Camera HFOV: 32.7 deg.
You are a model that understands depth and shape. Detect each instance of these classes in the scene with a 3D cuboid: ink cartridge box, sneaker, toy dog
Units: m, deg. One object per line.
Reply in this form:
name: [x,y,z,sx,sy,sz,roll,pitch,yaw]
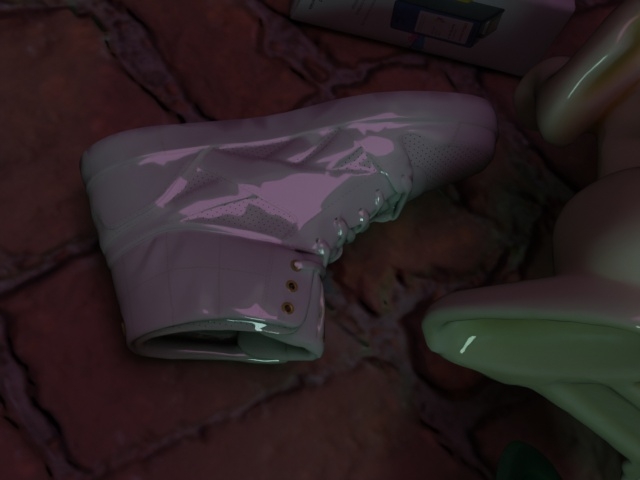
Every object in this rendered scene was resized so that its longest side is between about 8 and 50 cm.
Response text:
ink cartridge box: [0.092,-0.240,0.899,0.212,0.093,0.154,13,57,-14]
sneaker: [0.000,0.000,0.731,0.292,0.108,0.169,-11,67,-13]
toy dog: [0.289,-0.078,0.669,0.284,0.395,0.408,31,62,-20]

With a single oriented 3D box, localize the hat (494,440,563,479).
hat: [0.055,0.220,0.661,0.208,0.183,0.173,50,33,-40]
